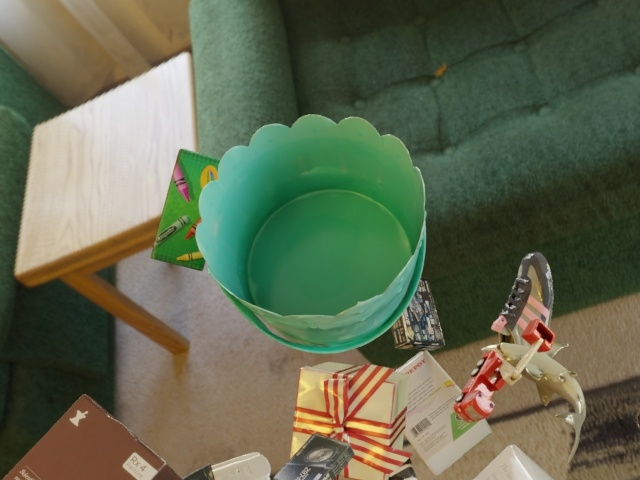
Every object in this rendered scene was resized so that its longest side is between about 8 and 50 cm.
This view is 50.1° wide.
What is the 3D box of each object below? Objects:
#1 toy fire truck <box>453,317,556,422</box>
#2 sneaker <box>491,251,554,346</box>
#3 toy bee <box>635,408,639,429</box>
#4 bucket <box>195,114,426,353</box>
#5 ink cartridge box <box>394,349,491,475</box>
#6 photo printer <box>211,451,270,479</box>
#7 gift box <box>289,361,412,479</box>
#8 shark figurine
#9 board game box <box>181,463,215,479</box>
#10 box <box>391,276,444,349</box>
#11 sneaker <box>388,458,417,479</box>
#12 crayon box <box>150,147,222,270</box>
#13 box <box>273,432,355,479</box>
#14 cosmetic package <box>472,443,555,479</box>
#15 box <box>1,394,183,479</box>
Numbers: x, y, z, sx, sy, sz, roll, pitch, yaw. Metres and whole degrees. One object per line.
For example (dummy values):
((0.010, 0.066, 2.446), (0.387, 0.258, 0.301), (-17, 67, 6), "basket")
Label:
((0.325, 0.233, 1.212), (0.192, 0.047, 0.135), (-49, 4, -32), "toy fire truck")
((0.500, 0.186, 1.723), (0.112, 0.131, 0.319), (-174, 87, -74), "sneaker")
((0.724, 0.377, 1.335), (0.298, 0.162, 0.195), (-55, 50, 42), "toy bee")
((0.000, 0.000, 0.871), (0.281, 0.183, 0.281), (-4, 66, 8), "bucket")
((0.313, 0.483, 1.946), (0.201, 0.117, 0.278), (-37, 45, -3), "ink cartridge box")
((-0.289, 0.760, 2.024), (0.256, 0.308, 0.107), (-12, 54, -25), "photo printer")
((0.090, 0.404, 1.582), (0.276, 0.258, 0.255), (0, 86, 18), "gift box")
((0.457, 0.302, 1.351), (0.166, 0.116, 0.278), (-9, 32, -19), "shark figurine")
((-0.307, 0.639, 1.700), (0.026, 0.186, 0.126), (-20, 81, 15), "board game box")
((0.271, 0.210, 2.018), (0.051, 0.175, 0.220), (-31, 61, 39), "box")
((0.157, 0.654, 1.897), (0.216, 0.079, 0.121), (-23, 50, 11), "sneaker")
((-0.209, -0.046, 1.106), (0.081, 0.278, 0.165), (15, 88, -11), "crayon box")
((-0.008, 0.279, 0.845), (0.067, 0.018, 0.083), (2, 35, 48), "box")
((0.159, 0.336, 0.555), (0.225, 0.138, 0.224), (-47, 18, 9), "cosmetic package")
((-0.299, 0.357, 0.955), (0.168, 0.203, 0.167), (30, 65, 25), "box")
